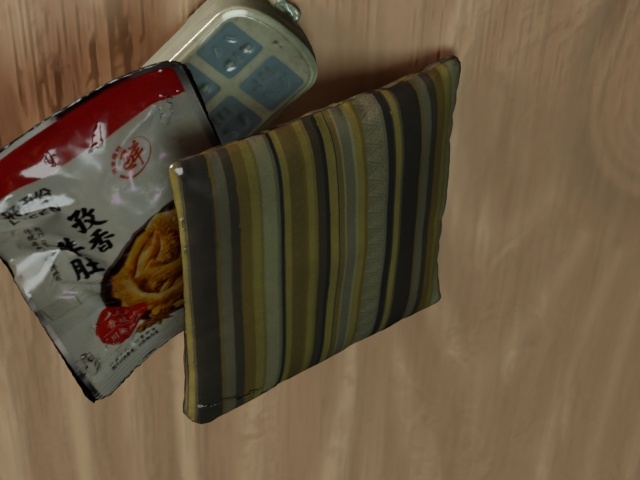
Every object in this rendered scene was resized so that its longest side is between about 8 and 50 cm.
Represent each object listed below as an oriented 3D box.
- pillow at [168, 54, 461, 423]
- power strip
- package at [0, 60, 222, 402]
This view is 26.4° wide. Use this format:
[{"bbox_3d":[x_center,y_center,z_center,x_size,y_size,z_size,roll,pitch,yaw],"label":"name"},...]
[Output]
[{"bbox_3d":[0.000,0.000,0.861,0.212,0.052,0.208,-23,134,-27],"label":"pillow"},{"bbox_3d":[-0.095,-0.062,0.827,0.227,0.029,0.080,-41,128,19],"label":"power strip"},{"bbox_3d":[-0.115,0.000,0.821,0.154,0.030,0.239,-34,143,-8],"label":"package"}]
